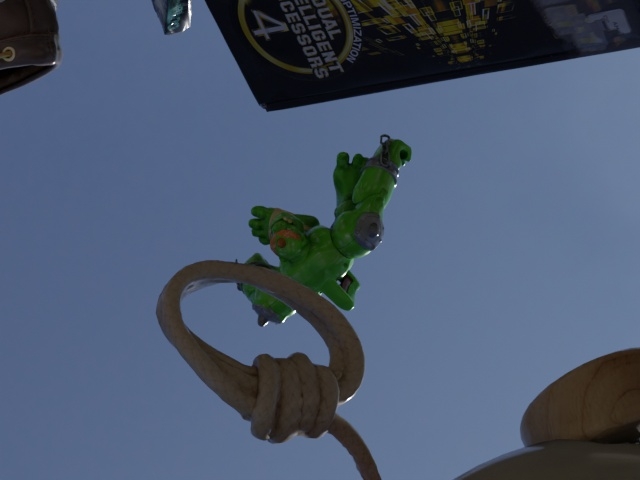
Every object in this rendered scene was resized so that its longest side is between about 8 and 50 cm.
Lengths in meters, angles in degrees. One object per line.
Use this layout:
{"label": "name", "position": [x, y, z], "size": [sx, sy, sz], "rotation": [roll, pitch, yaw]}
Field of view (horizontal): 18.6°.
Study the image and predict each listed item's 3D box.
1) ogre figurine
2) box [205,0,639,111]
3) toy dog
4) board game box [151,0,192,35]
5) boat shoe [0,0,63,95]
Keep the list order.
{"label": "ogre figurine", "position": [0.000, 0.000, 1.670], "size": [0.197, 0.097, 0.118], "rotation": [-22, -150, 13]}
{"label": "box", "position": [0.025, -0.286, 1.300], "size": [0.318, 0.395, 0.097], "rotation": [-8, -145, 29]}
{"label": "toy dog", "position": [0.056, 0.154, 0.844], "size": [0.334, 0.161, 0.220], "rotation": [12, -137, -18]}
{"label": "board game box", "position": [-0.141, -0.273, 1.565], "size": [0.026, 0.126, 0.186], "rotation": [-16, -112, -13]}
{"label": "boat shoe", "position": [-0.335, -0.132, 1.651], "size": [0.117, 0.324, 0.096], "rotation": [2, -112, -51]}
